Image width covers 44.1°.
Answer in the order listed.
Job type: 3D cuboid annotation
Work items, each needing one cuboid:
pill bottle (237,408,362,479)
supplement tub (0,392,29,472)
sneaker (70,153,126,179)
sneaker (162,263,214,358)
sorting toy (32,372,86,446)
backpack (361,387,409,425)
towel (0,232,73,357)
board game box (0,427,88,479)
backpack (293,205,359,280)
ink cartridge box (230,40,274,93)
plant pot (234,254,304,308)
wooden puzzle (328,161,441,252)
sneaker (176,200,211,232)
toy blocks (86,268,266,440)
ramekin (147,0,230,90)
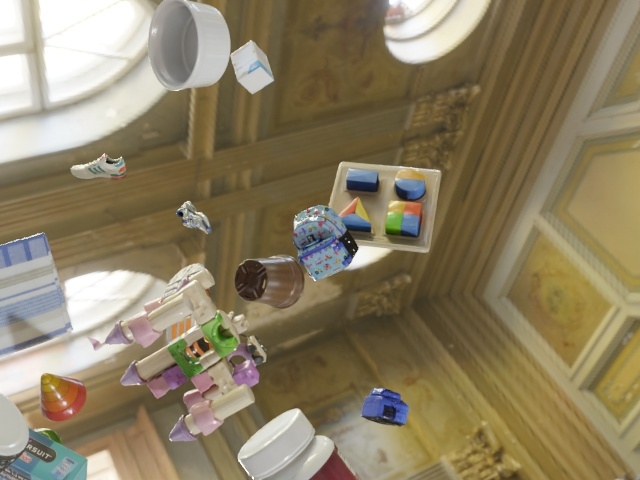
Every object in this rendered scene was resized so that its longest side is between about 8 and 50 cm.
[{"bbox_3d":[-0.009,0.616,1.903,0.392,0.224,0.224,53,-27,-4],"label":"pill bottle"},{"bbox_3d":[-0.506,0.299,1.085,0.117,0.190,0.117,48,13,-15],"label":"supplement tub"},{"bbox_3d":[-0.658,-0.225,2.345,0.057,0.161,0.075,-98,-167,-52],"label":"sneaker"},{"bbox_3d":[-0.327,0.216,2.107,0.321,0.124,0.180,-93,158,-50],"label":"sneaker"},{"bbox_3d":[-0.680,0.458,1.866,0.126,0.127,0.365,78,22,-50],"label":"sorting toy"},{"bbox_3d":[0.199,0.487,2.298,0.098,0.120,0.101,-7,-118,60],"label":"backpack"},{"bbox_3d":[-0.766,0.140,2.030,0.034,0.209,0.285,3,-72,49],"label":"towel"},{"bbox_3d":[-0.592,0.477,1.562,0.254,0.079,0.336,26,-44,5],"label":"board game box"},{"bbox_3d":[0.000,0.000,2.152,0.158,0.117,0.173,-21,-69,27],"label":"backpack"},{"bbox_3d":[-0.226,-0.576,2.600,0.090,0.092,0.143,38,30,-52],"label":"ink cartridge box"},{"bbox_3d":[-0.160,0.120,2.361,0.167,0.165,0.167,-3,-97,31],"label":"plant pot"},{"bbox_3d":[0.186,-0.121,2.377,0.080,0.322,0.348,82,18,-49],"label":"wooden puzzle"},{"bbox_3d":[-0.358,-0.054,2.232,0.135,0.058,0.052,38,-29,35],"label":"sneaker"},{"bbox_3d":[-0.301,0.249,1.666,0.288,0.260,0.309,57,8,-10],"label":"toy blocks"},{"bbox_3d":[-0.400,-0.600,2.430,0.277,0.135,0.277,10,-77,46],"label":"ramekin"}]
